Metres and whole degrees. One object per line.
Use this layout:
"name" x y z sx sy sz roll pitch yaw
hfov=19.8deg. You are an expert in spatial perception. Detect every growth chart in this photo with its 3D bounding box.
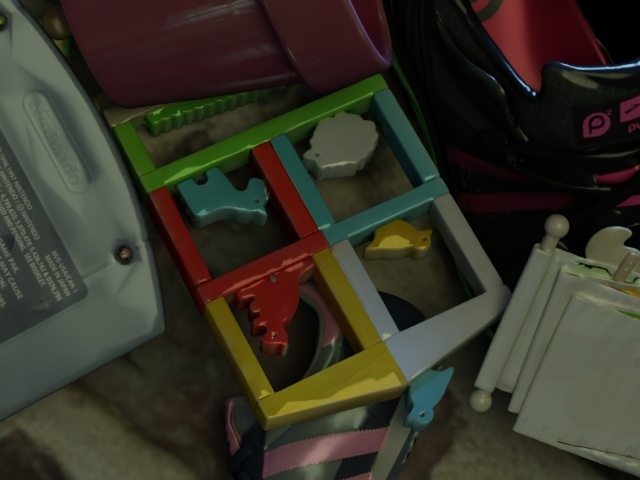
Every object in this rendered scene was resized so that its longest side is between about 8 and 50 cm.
"growth chart" 0.221 0.089 1.240 0.237 0.021 0.172 25 108 -15

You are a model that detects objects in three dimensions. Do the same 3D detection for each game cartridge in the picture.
"game cartridge" -0.231 -0.036 1.209 0.196 0.060 0.294 -27 97 -1

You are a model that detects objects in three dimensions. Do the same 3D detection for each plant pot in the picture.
"plant pot" -0.068 -0.175 1.205 0.180 0.201 0.201 -20 94 10

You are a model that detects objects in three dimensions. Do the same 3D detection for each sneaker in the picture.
"sneaker" -0.025 0.176 1.265 0.131 0.112 0.319 26 75 1
"sneaker" 0.175 -0.057 1.269 0.185 0.202 0.483 -31 97 -14

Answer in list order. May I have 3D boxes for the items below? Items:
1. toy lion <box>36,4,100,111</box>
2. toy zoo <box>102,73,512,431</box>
"toy lion" -0.208 -0.115 1.249 0.096 0.034 0.100 -16 93 -9
"toy zoo" 0.000 0.000 1.247 0.192 0.030 0.293 -24 72 -15
